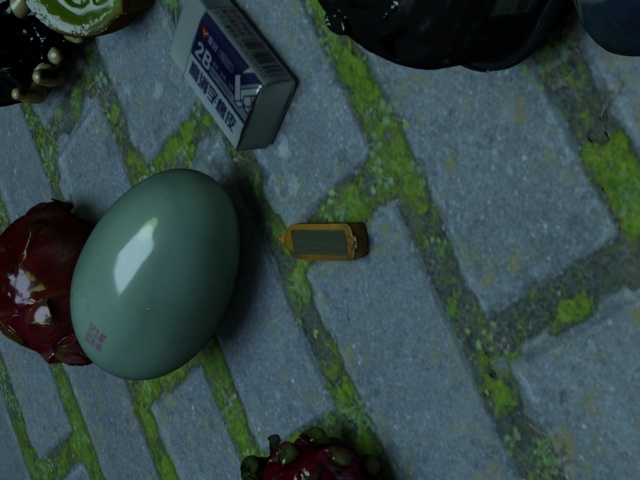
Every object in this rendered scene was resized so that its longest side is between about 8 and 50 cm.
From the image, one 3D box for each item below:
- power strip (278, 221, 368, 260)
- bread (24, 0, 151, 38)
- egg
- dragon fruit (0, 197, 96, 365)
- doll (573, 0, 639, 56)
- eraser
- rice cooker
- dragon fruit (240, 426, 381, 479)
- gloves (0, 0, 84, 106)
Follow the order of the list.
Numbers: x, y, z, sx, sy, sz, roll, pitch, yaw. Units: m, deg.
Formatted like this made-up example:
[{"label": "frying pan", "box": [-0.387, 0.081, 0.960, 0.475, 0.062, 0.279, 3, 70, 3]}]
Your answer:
[{"label": "power strip", "box": [0.000, 0.000, 1.512, 0.178, 0.028, 0.049, 0, 101, 52]}, {"label": "bread", "box": [-0.368, -0.422, 1.754, 0.236, 0.070, 0.236, 11, 117, 23]}, {"label": "egg", "box": [-0.239, 0.050, 1.672, 0.230, 0.230, 0.371, 52, 132, 30]}, {"label": "dragon fruit", "box": [-0.463, 0.068, 1.979, 0.250, 0.250, 0.315, -28, 62, 52]}, {"label": "doll", "box": [0.289, -0.285, 0.959, 0.228, 0.154, 0.258, -96, 28, -54]}, {"label": "eraser", "box": [-0.126, -0.238, 1.574, 0.210, 0.068, 0.124, 54, 140, 28]}, {"label": "rice cooker", "box": [0.119, -0.292, 1.111, 0.267, 0.224, 0.267, 22, 119, 47]}, {"label": "dragon fruit", "box": [-0.027, 0.377, 1.522, 0.218, 0.198, 0.273, 31, 115, 6]}, {"label": "gloves", "box": [-0.517, -0.331, 1.989, 0.301, 0.152, 0.197, 6, 126, 45]}]
